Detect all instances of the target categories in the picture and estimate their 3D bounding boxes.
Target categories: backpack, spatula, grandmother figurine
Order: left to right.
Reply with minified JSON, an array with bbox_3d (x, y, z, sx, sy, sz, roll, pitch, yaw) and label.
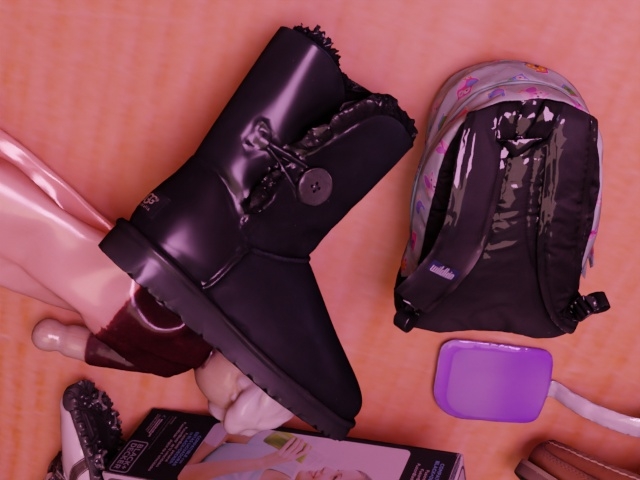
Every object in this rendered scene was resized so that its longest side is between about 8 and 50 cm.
[{"bbox_3d":[-0.149,0.041,0.764,0.342,0.104,0.208,37,145,-18],"label":"grandmother figurine"},{"bbox_3d":[0.122,-0.030,0.678,0.151,0.115,0.182,0,120,-7],"label":"backpack"},{"bbox_3d":[0.239,0.143,0.800,0.296,0.030,0.084,14,122,13],"label":"spatula"}]

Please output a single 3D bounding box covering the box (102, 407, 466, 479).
[{"bbox_3d":[-0.021,0.247,0.825,0.290,0.087,0.169,3,122,25],"label":"box"}]

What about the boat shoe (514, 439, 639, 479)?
[{"bbox_3d":[0.308,0.229,0.778,0.307,0.111,0.104,28,80,24],"label":"boat shoe"}]

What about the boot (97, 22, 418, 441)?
[{"bbox_3d":[0.000,0.000,0.682,0.207,0.094,0.246,-48,119,-5],"label":"boot"}]

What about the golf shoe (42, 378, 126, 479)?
[{"bbox_3d":[-0.217,0.212,0.878,0.093,0.077,0.198,-3,119,8],"label":"golf shoe"}]
